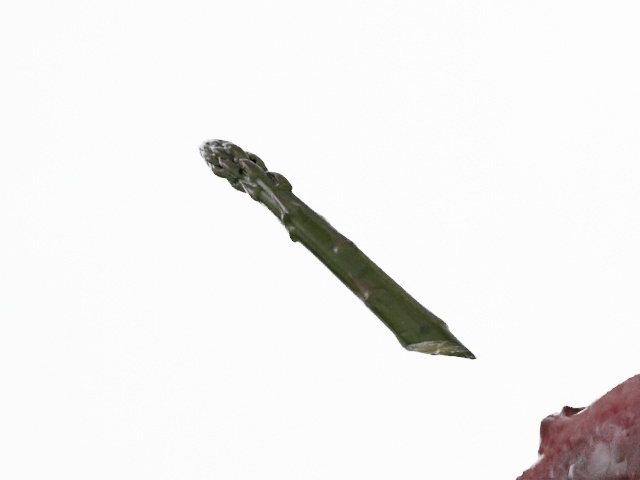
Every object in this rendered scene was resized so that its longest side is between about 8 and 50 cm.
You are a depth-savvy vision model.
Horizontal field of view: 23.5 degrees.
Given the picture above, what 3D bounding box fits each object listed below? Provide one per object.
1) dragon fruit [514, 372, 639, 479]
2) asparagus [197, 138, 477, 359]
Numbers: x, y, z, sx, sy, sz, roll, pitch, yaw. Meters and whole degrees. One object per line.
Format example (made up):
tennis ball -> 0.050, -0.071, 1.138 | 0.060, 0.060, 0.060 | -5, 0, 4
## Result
dragon fruit -> 0.218, 0.110, 0.581 | 0.134, 0.262, 0.212 | -5, -53, -33
asparagus -> 0.001, 0.000, 0.899 | 0.027, 0.236, 0.034 | -39, -31, -17
